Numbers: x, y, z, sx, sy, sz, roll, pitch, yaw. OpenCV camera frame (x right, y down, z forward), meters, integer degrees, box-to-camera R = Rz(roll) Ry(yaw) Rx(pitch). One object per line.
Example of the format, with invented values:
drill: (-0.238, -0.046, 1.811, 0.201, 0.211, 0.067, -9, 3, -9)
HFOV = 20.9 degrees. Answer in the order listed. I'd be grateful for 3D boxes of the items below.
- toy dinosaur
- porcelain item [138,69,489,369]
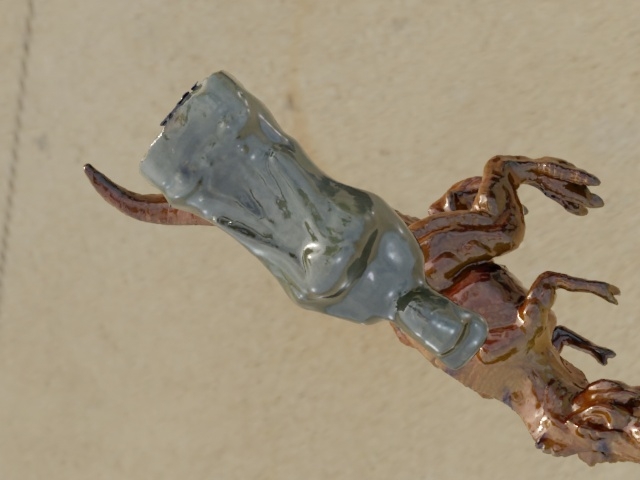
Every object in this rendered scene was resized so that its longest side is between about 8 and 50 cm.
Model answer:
toy dinosaur: (0.074, 0.007, 1.164, 0.432, 0.208, 0.097, 28, 143, 21)
porcelain item: (0.000, 0.000, 0.978, 0.216, 0.069, 0.081, 40, 96, 8)
